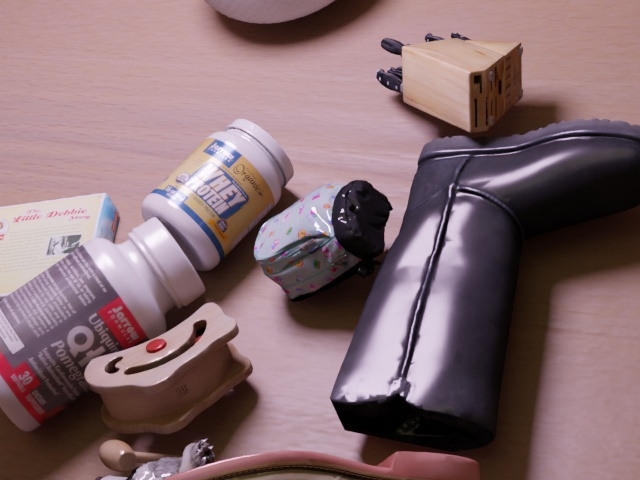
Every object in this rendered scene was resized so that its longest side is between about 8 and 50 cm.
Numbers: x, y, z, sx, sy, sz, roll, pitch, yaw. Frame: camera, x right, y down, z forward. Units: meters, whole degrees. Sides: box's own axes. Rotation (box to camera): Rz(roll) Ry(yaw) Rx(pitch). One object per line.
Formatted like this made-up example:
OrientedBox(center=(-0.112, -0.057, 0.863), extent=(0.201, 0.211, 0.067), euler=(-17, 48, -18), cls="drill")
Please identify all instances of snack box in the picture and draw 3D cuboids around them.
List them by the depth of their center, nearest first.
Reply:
OrientedBox(center=(-0.482, 0.031, 2.010), extent=(0.322, 0.060, 0.187), euler=(-7, 50, 16), cls="snack box")

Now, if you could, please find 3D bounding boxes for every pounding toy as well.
OrientedBox(center=(-0.208, 0.214, 1.726), extent=(0.154, 0.155, 0.269), euler=(9, 35, 45), cls="pounding toy")

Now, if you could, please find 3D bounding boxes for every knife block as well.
OrientedBox(center=(0.164, -0.238, 1.896), extent=(0.242, 0.088, 0.275), euler=(4, 22, 23), cls="knife block")

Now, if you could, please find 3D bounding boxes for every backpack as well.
OrientedBox(center=(0.000, 0.000, 1.789), extent=(0.182, 0.115, 0.152), euler=(-30, 22, 31), cls="backpack")

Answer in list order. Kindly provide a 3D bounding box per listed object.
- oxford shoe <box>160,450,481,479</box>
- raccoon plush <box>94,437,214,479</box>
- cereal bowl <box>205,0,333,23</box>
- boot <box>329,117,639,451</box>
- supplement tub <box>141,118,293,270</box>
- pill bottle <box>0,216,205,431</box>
OrientedBox(center=(-0.004, 0.316, 1.436), extent=(0.397, 0.140, 0.147), euler=(0, 67, -10), cls="oxford shoe")
OrientedBox(center=(-0.142, 0.453, 1.499), extent=(0.299, 0.216, 0.446), euler=(-36, 77, -30), cls="raccoon plush")
OrientedBox(center=(-0.061, -0.491, 2.236), extent=(0.339, 0.141, 0.339), euler=(-11, 48, 12), cls="cereal bowl")
OrientedBox(center=(0.235, 0.055, 1.650), extent=(0.367, 0.146, 0.445), euler=(-5, 44, 32), cls="boot")
OrientedBox(center=(-0.149, -0.069, 1.910), extent=(0.144, 0.144, 0.200), euler=(28, 66, 36), cls="supplement tub")
OrientedBox(center=(-0.326, 0.108, 1.807), extent=(0.318, 0.176, 0.176), euler=(-35, 48, -9), cls="pill bottle")
